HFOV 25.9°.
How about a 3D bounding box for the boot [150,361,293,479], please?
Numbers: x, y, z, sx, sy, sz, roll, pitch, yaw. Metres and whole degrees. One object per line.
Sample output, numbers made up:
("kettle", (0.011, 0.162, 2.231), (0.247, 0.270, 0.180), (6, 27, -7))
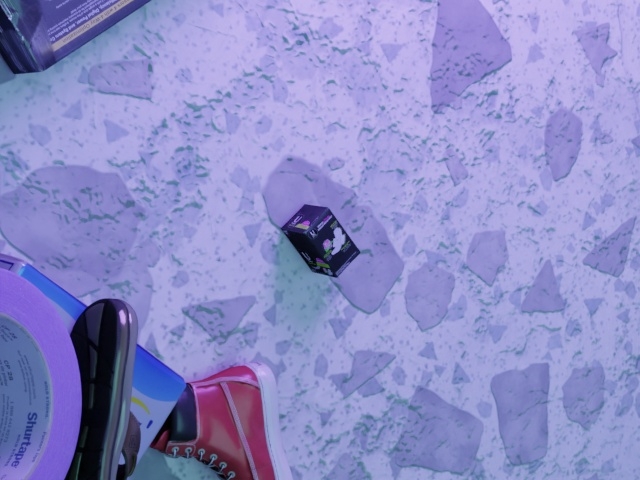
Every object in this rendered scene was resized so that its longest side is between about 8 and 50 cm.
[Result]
("boot", (-0.132, 0.291, 1.775), (0.176, 0.088, 0.244), (-12, 93, -32))

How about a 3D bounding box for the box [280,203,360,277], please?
("box", (0.000, 0.000, 1.846), (0.052, 0.062, 0.083), (-46, 118, -20))

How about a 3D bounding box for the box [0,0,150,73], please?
("box", (-0.265, -0.427, 1.606), (0.395, 0.097, 0.318), (-40, 113, -25))

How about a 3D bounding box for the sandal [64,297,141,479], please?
("sandal", (-0.234, 0.215, 1.502), (0.086, 0.120, 0.302), (18, 84, -48))

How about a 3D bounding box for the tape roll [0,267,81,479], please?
("tape roll", (-0.360, 0.162, 1.361), (0.275, 0.090, 0.274), (9, 79, -56))

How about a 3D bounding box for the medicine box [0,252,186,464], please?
("medicine box", (-0.348, 0.202, 1.578), (0.263, 0.149, 0.289), (41, 73, -30))
